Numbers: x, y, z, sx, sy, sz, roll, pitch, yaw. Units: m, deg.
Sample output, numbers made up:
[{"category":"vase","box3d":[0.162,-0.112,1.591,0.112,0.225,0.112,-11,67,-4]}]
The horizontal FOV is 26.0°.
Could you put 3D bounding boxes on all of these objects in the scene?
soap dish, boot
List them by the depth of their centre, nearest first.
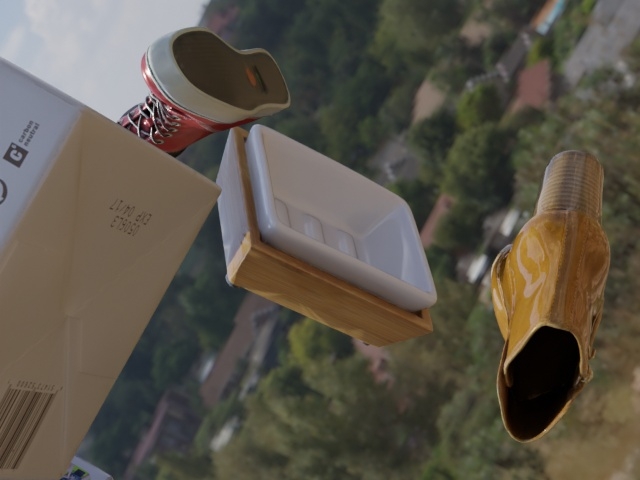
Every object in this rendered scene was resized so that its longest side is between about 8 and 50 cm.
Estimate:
[{"category":"boot","box3d":[0.184,0.087,1.178,0.295,0.104,0.211,90,-166,-51]},{"category":"boot","box3d":[-0.147,-0.120,1.288,0.176,0.088,0.244,-23,-6,17]},{"category":"soap dish","box3d":[0.000,0.000,1.755,0.118,0.291,0.229,-46,35,27]}]

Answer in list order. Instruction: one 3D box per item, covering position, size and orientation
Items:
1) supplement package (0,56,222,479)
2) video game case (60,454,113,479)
[{"category":"supplement package","box3d":[-0.232,-0.031,0.663,0.175,0.293,0.177,-61,-18,-1]},{"category":"video game case","box3d":[-0.301,0.318,1.498,0.061,0.244,0.269,-39,-45,-36]}]
